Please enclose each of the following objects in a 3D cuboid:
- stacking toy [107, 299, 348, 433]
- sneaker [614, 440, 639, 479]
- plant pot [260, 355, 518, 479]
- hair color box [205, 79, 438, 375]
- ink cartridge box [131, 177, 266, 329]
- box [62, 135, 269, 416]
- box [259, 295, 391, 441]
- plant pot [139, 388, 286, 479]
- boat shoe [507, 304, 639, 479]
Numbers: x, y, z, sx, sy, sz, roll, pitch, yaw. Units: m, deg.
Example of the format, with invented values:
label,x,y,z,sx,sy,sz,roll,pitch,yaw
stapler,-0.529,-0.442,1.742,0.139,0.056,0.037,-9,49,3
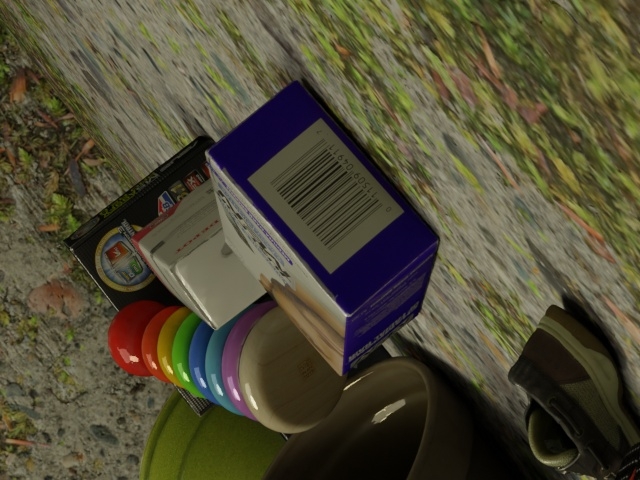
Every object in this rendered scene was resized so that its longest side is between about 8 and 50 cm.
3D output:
label,x,y,z,sx,sy,sz,roll,pitch,yaw
stacking toy,-0.121,0.120,2.115,0.330,0.141,0.141,8,140,50
sneaker,0.247,0.166,1.271,0.075,0.057,0.161,25,162,1
plant pot,0.110,0.328,1.982,0.280,0.323,0.323,37,177,-18
hair color box,0.000,0.000,1.686,0.185,0.110,0.339,49,173,10
ink cartridge box,-0.101,0.000,2.059,0.092,0.158,0.218,55,172,-15
box,-0.146,0.043,2.297,0.270,0.216,0.060,55,171,-17
box,-0.023,0.137,2.242,0.158,0.156,0.093,51,173,6
plant pot,0.007,0.351,2.500,0.353,0.366,0.366,23,153,50
boat shoe,0.180,0.130,1.356,0.080,0.073,0.223,45,170,38
